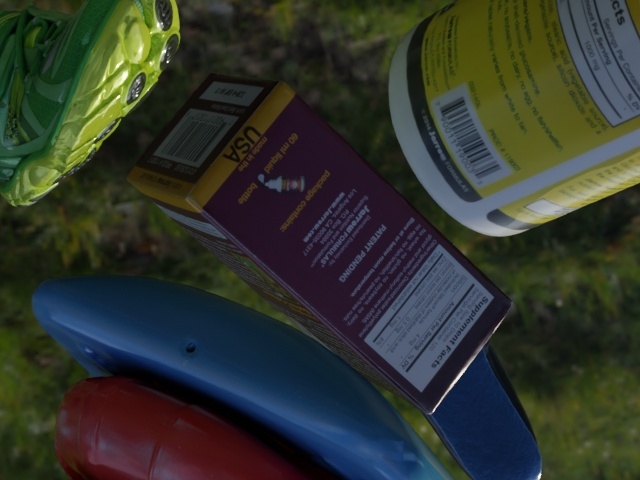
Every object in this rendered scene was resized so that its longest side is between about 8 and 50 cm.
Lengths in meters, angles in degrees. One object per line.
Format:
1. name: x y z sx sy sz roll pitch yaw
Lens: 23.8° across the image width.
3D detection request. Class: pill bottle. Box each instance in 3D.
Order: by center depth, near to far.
1. pill bottle: 0.227 -0.141 1.105 0.334 0.188 0.188 -25 158 39

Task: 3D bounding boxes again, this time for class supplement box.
1. supplement box: 0.000 0.000 0.825 0.188 0.081 0.104 42 171 -24

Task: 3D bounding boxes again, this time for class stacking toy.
1. stacking toy: -0.076 0.179 0.510 0.175 0.302 0.166 19 157 33

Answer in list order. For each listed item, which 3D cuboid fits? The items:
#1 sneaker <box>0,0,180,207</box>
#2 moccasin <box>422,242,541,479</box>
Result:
1. sneaker: -0.199 -0.115 1.084 0.109 0.123 0.295 -47 -172 -34
2. moccasin: 0.129 0.132 1.694 0.137 0.342 0.117 -23 -174 0
